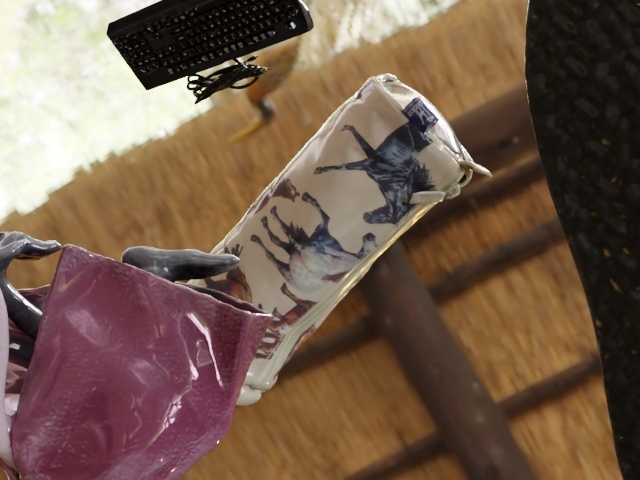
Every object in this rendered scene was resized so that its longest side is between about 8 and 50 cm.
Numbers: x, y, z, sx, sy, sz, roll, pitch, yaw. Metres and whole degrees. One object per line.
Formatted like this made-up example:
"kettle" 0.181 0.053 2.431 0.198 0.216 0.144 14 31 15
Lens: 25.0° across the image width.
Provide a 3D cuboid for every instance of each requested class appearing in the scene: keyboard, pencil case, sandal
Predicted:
"keyboard" -0.090 -0.159 1.186 0.192 0.100 0.038 -14 -143 39
"pencil case" 0.000 0.000 1.696 0.410 0.160 0.183 -48 -131 7
"sandal" 0.210 -0.031 0.817 0.168 0.445 0.107 -1 -151 15

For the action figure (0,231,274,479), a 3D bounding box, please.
"action figure" -0.154 0.181 0.934 0.248 0.276 0.370 -1 -101 41
